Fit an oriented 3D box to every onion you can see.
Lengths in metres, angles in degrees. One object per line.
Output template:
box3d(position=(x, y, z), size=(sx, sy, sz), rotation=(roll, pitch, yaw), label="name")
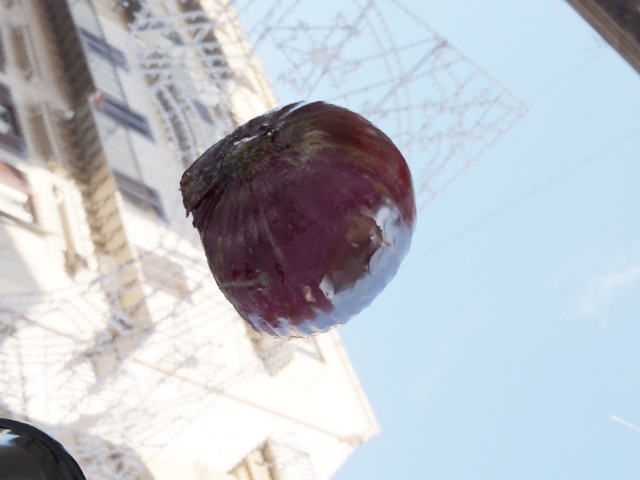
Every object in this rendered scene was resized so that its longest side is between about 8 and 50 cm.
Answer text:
box3d(position=(-0.006, -0.018, 1.209), size=(0.256, 0.272, 0.230), rotation=(-58, -143, 7), label="onion")

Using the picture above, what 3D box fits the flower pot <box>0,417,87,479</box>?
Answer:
box3d(position=(-0.322, 0.259, 0.855), size=(0.269, 0.166, 0.269), rotation=(-10, -112, 26), label="flower pot")
